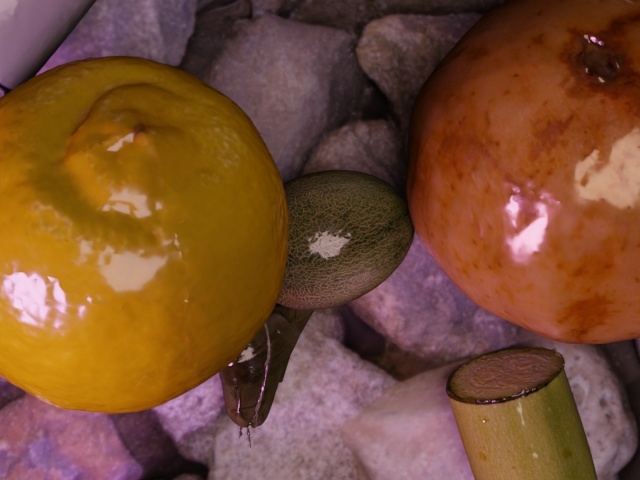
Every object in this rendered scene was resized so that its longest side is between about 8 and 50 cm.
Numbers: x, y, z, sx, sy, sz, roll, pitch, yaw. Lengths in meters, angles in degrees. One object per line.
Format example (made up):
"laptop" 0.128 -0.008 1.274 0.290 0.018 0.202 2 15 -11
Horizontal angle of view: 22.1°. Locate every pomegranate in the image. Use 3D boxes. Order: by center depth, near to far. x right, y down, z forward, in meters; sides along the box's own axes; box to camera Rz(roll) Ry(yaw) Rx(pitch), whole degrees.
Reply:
"pomegranate" 0.269 -0.061 1.618 0.410 0.410 0.410 -2 100 -12

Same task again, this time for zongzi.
"zongzi" -0.042 0.142 1.724 0.130 0.062 0.154 -19 110 -21

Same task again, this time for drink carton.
"drink carton" -0.282 -0.256 1.533 0.189 0.191 0.185 -46 108 5

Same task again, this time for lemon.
"lemon" -0.191 -0.001 1.517 0.348 0.348 0.348 -2 100 -12

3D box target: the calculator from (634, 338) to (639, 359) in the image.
"calculator" 0.432 0.032 1.815 0.186 0.041 0.298 -1 102 -13

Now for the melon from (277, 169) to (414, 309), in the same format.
"melon" 0.000 0.000 1.661 0.192 0.139 0.139 -20 104 -9

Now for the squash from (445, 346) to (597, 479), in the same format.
"squash" 0.228 0.250 1.763 0.132 0.132 0.247 -19 105 -9
